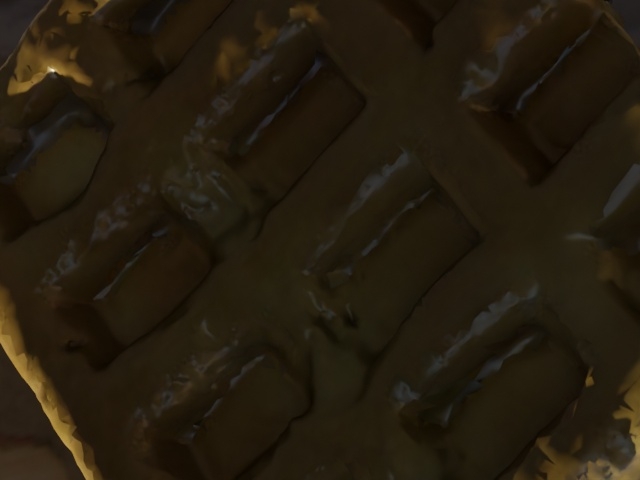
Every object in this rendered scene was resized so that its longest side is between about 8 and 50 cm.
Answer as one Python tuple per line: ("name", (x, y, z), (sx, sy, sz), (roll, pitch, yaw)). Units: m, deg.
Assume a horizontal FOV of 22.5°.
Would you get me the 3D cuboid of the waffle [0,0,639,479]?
("waffle", (0.000, 0.000, 0.628), (0.304, 0.348, 0.077), (-45, 153, 19))
